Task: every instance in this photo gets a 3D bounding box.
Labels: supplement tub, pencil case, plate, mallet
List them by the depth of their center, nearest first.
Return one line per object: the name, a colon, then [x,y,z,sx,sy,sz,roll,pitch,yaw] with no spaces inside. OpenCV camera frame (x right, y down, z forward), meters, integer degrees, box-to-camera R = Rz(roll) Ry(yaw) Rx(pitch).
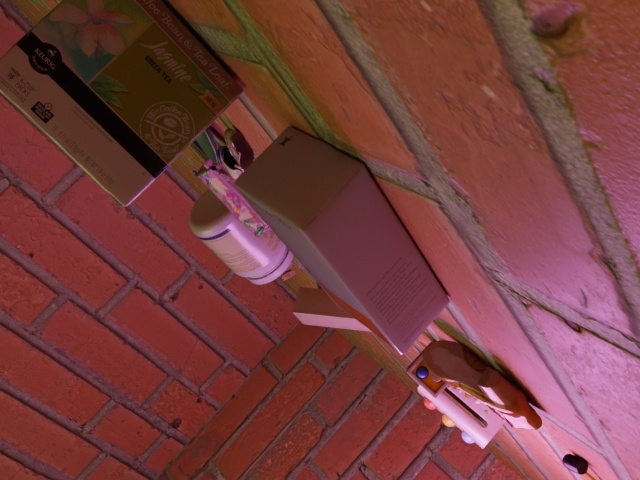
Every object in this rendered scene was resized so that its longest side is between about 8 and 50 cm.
mallet: [0.704,0.615,1.796,0.190,0.039,0.062,40,170,-10]
plate: [-0.325,-0.300,1.923,0.188,0.024,0.188,53,166,19]
pencil case: [-0.244,-0.142,2.105,0.284,0.124,0.124,47,171,-15]
supplement tub: [-0.259,-0.024,2.360,0.235,0.235,0.325,32,166,52]

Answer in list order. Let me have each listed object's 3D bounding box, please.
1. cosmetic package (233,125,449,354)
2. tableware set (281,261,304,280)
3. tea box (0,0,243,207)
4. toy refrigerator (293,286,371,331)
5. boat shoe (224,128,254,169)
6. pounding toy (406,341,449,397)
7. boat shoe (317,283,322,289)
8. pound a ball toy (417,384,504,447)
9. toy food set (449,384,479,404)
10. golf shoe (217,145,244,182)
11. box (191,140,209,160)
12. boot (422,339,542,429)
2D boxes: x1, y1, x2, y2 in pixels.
cosmetic package: [0.055,0.011,1.364,0.230,0.161,0.453,34,167,46]
tableware set: [-0.086,0.092,2.487,0.020,0.141,0.168,61,175,17]
tea box: [-0.387,-0.293,1.339,0.329,0.323,0.220,45,172,-19]
toy refrigerator: [0.066,0.203,2.089,0.269,0.094,0.102,4,154,22]
boat shoe: [-0.204,-0.231,1.750,0.045,0.050,0.135,42,162,29]
pounding toy: [0.339,0.372,1.995,0.141,0.130,0.100,42,-177,8]
boat shoe: [0.030,0.121,2.232,0.102,0.108,0.301,38,177,24]
pound a ball toy: [0.420,0.512,2.224,0.319,0.136,0.208,39,171,20]
toy food set: [0.374,0.370,1.893,0.192,0.038,0.132,42,142,9]
golf shoe: [-0.222,-0.187,1.966,0.186,0.067,0.086,45,170,-10]
box: [-0.406,-0.328,2.217,0.207,0.036,0.114,45,171,-14]
boot: [0.396,0.367,1.739,0.211,0.104,0.295,48,166,-28]
